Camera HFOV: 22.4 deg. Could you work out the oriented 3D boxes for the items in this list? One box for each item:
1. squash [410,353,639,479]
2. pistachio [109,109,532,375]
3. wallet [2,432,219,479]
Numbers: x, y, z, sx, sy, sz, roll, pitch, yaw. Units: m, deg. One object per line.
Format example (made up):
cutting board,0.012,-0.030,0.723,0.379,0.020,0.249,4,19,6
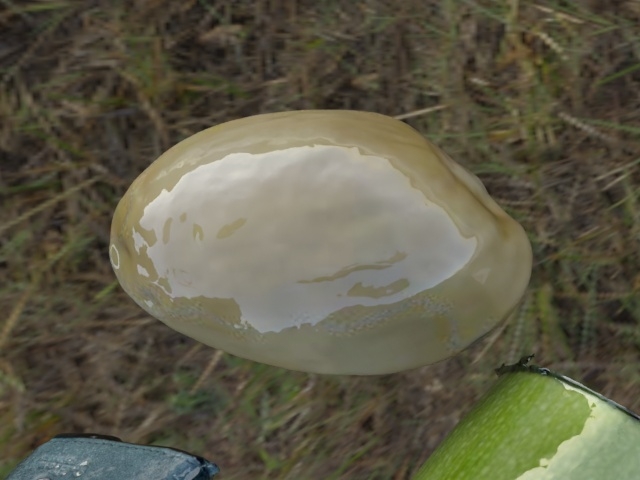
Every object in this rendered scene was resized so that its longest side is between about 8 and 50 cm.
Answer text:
squash,0.116,0.291,1.062,0.263,0.263,0.384,34,73,15
pistachio,0.000,0.000,1.117,0.292,0.162,0.182,3,91,11
wallet,-0.247,0.270,1.118,0.190,0.379,0.046,4,129,39
